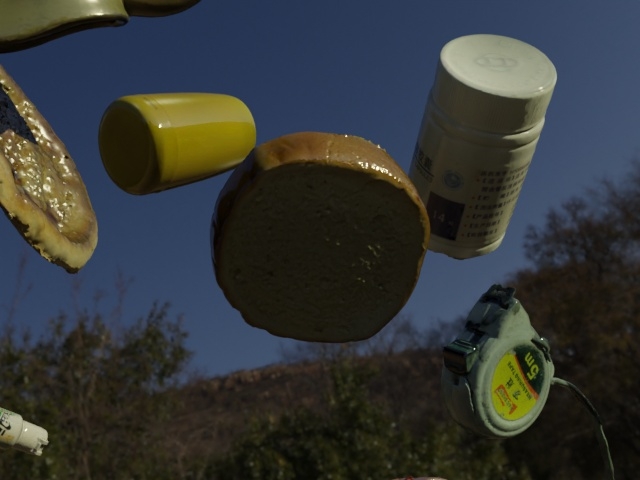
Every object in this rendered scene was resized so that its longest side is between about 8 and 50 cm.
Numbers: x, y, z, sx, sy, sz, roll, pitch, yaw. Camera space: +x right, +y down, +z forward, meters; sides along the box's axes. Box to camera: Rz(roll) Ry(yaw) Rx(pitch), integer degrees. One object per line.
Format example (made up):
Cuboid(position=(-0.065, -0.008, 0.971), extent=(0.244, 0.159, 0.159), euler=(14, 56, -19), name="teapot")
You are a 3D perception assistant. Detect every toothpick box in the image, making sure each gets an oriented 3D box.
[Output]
Cuboid(position=(-0.248, -0.185, 1.647), extent=(0.271, 0.175, 0.175), euler=(-16, -16, -47), name="toothpick box")

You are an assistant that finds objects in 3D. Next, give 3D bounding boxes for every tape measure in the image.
Cuboid(position=(0.256, 0.217, 1.126), extent=(0.164, 0.084, 0.330), euler=(-43, -60, -16), name="tape measure")

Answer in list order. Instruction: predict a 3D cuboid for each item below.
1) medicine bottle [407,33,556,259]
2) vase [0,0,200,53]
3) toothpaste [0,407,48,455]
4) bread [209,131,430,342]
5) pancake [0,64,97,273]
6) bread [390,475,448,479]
Cuboid(position=(0.251, -0.152, 1.482), extent=(0.190, 0.190, 0.332), euler=(-9, -48, -23), name="medicine bottle")
Cuboid(position=(-0.261, -0.359, 1.033), extent=(0.330, 0.302, 0.241), euler=(1, 6, -25), name="vase")
Cuboid(position=(-0.511, 0.220, 1.213), extent=(0.314, 0.058, 0.056), euler=(33, -91, -36), name="toothpaste")
Cuboid(position=(0.000, 0.000, 0.929), extent=(0.236, 0.070, 0.236), euler=(-6, -60, -11), name="bread")
Cuboid(position=(-0.372, -0.114, 1.081), extent=(0.065, 0.356, 0.356), euler=(-29, -22, 2), name="pancake")
Cuboid(position=(0.164, 0.492, 1.476), extent=(0.224, 0.211, 0.142), euler=(11, -24, -38), name="bread")
